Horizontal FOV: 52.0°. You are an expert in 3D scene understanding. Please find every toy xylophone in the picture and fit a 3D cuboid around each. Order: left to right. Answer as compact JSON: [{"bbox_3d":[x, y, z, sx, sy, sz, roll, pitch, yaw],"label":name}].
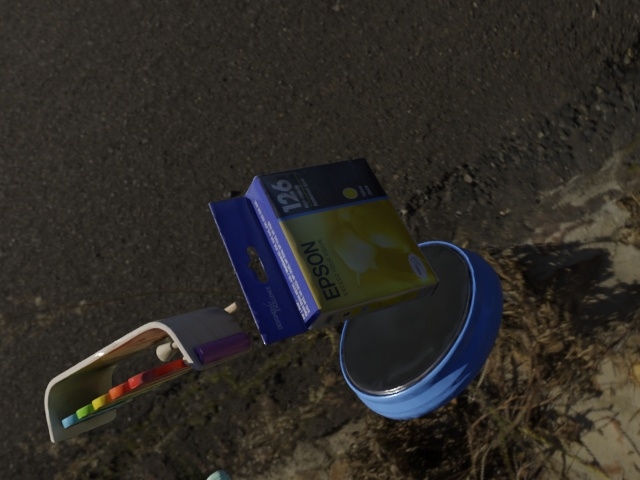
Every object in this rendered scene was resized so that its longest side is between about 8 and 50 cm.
[{"bbox_3d":[-0.225,0.171,0.906,0.322,0.236,0.081,-32,79,36],"label":"toy xylophone"}]

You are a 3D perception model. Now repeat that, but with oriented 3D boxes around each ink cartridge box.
[{"bbox_3d":[0.000,0.000,1.135,0.304,0.307,0.072,63,153,30],"label":"ink cartridge box"}]

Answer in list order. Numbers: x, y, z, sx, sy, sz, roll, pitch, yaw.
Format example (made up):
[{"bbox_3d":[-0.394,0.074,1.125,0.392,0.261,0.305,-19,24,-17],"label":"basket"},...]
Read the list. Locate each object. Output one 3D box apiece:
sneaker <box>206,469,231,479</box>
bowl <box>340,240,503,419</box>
[{"bbox_3d":[-0.146,0.429,1.049,0.151,0.094,0.256,63,141,31],"label":"sneaker"},{"bbox_3d":[0.192,0.171,1.358,0.391,0.077,0.391,-37,32,29],"label":"bowl"}]
